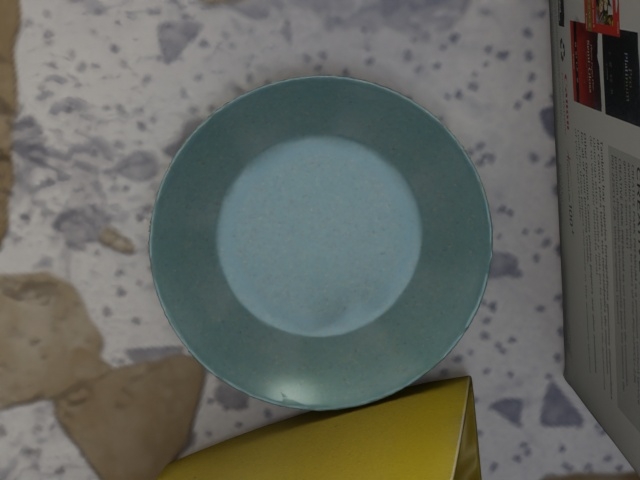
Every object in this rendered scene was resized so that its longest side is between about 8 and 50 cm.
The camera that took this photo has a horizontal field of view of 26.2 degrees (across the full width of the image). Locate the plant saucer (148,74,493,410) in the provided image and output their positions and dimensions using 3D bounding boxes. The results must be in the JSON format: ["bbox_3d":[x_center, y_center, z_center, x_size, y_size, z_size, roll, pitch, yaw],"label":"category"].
[{"bbox_3d":[0.000,0.000,0.790,0.195,0.037,0.194,-1,103,-3],"label":"plant saucer"}]

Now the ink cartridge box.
[{"bbox_3d":[0.203,-0.041,0.672,0.130,0.272,0.309,-5,103,-2],"label":"ink cartridge box"}]

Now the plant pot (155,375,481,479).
[{"bbox_3d":[-0.006,0.211,0.758,0.187,0.212,0.212,-4,103,10],"label":"plant pot"}]
